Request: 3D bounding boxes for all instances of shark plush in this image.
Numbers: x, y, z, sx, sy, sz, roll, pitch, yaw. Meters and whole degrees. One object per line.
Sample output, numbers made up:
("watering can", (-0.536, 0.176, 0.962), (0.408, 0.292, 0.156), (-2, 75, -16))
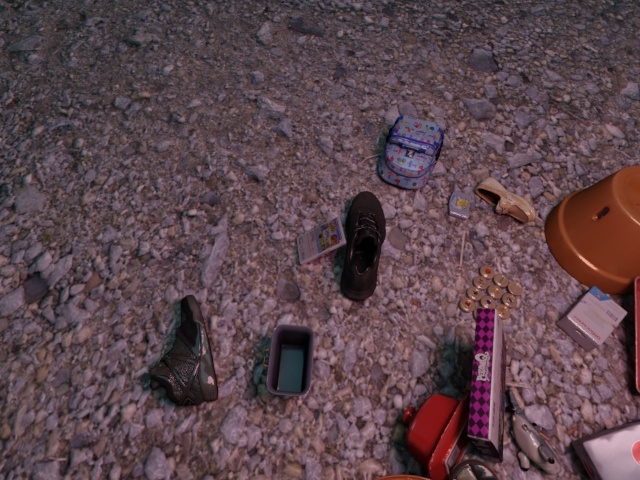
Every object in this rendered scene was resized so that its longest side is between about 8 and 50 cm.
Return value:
("shark plush", (0.415, 0.387, 0.834), (0.067, 0.073, 0.161), (2, 41, -31))

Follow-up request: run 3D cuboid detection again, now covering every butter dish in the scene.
("butter dish", (0.211, 0.358, 0.784), (0.118, 0.160, 0.160), (19, 56, 37))

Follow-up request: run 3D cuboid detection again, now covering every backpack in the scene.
("backpack", (0.242, -0.233, 1.127), (0.158, 0.117, 0.174), (22, 64, 10))

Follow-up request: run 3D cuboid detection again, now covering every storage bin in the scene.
("storage bin", (-0.066, 0.251, 0.841), (0.098, 0.091, 0.135), (5, 59, -1))

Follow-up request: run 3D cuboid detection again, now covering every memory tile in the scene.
("memory tile", (0.407, 0.135, 0.985), (0.113, 0.012, 0.148), (35, 63, 15))

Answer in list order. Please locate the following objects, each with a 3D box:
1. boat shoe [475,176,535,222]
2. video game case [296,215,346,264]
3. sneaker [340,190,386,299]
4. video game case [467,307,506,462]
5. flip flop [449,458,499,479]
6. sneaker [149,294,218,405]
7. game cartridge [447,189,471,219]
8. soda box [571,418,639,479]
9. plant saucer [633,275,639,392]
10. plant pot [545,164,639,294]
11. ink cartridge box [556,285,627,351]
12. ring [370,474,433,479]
("boat shoe", (0.484, -0.098, 1.100), (0.059, 0.063, 0.170), (-33, 58, -17))
("video game case", (0.000, 0.000, 0.990), (0.121, 0.011, 0.087), (-27, 44, 16))
("sneaker", (0.110, -0.010, 0.982), (0.108, 0.130, 0.287), (5, 59, 1))
("video game case", (0.323, 0.278, 0.790), (0.041, 0.210, 0.232), (-2, 56, 29))
("flip flop", (0.293, 0.520, 0.710), (0.112, 0.080, 0.278), (-17, 75, -2))
("sneaker", (-0.289, 0.223, 0.844), (0.130, 0.087, 0.228), (-9, 66, -16))
("game cartridge", (0.373, -0.097, 1.114), (0.055, 0.017, 0.083), (15, 60, 9))
("soda box", (0.638, 0.377, 0.767), (0.286, 0.091, 0.098), (-23, 62, 7))
("plant saucer", (0.811, 0.234, 0.915), (0.258, 0.048, 0.260), (13, 71, 4))
("plant pot", (0.740, -0.040, 0.999), (0.290, 0.204, 0.291), (2, 60, -4))
("ink cartridge box", (0.620, 0.179, 0.951), (0.122, 0.052, 0.088), (-34, 67, -22))
("ring", (0.143, 0.563, 0.657), (0.335, 0.032, 0.337), (-2, 72, 7))
